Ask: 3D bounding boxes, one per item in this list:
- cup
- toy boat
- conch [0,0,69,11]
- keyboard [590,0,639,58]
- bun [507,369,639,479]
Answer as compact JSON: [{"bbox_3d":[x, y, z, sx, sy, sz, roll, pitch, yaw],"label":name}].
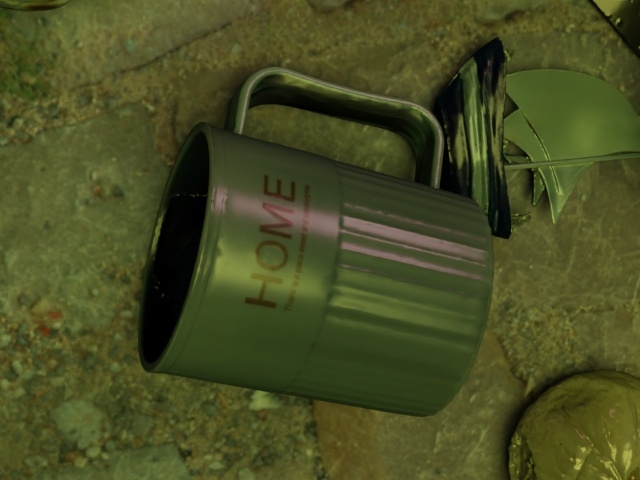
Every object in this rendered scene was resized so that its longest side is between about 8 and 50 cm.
[{"bbox_3d":[-0.007,0.016,1.637,0.311,0.331,0.257,14,130,-16],"label":"cup"},{"bbox_3d":[0.255,-0.095,1.742,0.291,0.070,0.210,17,98,-18],"label":"toy boat"},{"bbox_3d":[-0.325,-0.329,1.508,0.368,0.197,0.249,42,127,-20],"label":"conch"},{"bbox_3d":[0.344,-0.276,1.753,0.072,0.023,0.231,-44,106,5],"label":"keyboard"},{"bbox_3d":[0.328,0.266,1.787,0.220,0.134,0.220,-3,103,-16],"label":"bun"}]
